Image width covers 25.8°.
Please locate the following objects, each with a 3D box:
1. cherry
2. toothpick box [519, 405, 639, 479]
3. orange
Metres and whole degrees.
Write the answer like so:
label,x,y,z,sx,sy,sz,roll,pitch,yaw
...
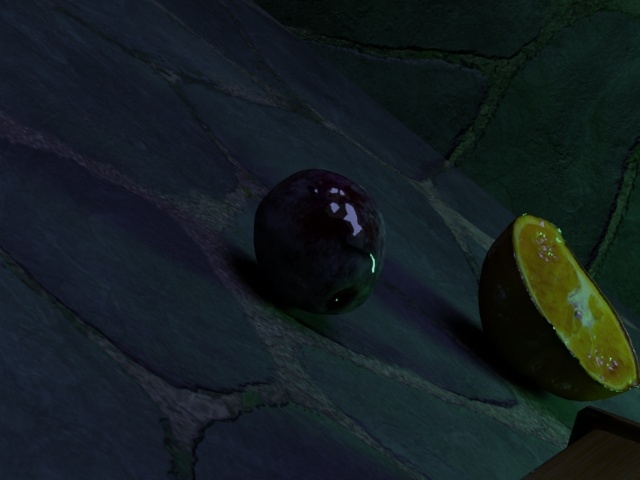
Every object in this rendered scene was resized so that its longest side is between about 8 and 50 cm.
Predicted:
label,x,y,z,sx,sy,sz,roll,pitch,yaw
cherry,0.002,0.009,1.822,0.195,0.195,0.195,35,14,-10
toothpick box,0.302,0.313,1.494,0.190,0.187,0.308,20,12,25
orange,0.384,0.113,2.277,0.274,0.274,0.310,-114,-169,-63
